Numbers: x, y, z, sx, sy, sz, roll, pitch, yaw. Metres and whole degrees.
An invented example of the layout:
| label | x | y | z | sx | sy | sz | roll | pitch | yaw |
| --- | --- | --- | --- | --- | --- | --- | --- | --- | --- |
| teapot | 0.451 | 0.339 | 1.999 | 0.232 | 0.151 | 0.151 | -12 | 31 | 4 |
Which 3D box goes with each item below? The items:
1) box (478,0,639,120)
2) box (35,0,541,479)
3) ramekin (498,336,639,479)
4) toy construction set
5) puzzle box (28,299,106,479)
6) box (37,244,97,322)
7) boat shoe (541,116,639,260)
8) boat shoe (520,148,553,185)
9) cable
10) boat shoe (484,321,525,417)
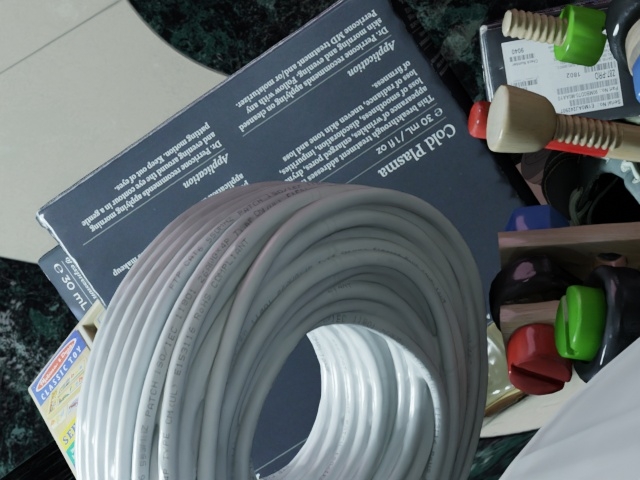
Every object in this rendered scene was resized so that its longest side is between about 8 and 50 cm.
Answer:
| label | x | y | z | sx | sy | sz | roll | pitch | yaw |
| --- | --- | --- | --- | --- | --- | --- | --- | --- | --- |
| box | 0.327 | -0.171 | 1.194 | 0.395 | 0.097 | 0.318 | -10 | 10 | 7 |
| box | 0.000 | 0.000 | 1.255 | 0.343 | 0.312 | 0.179 | -33 | 4 | 10 |
| ramekin | 0.177 | 0.072 | 0.376 | 0.273 | 0.127 | 0.273 | -33 | 4 | 3 |
| toy construction set | 0.226 | -0.029 | 0.807 | 0.237 | 0.257 | 0.309 | 8 | 19 | -9 |
| puzzle box | -0.127 | 0.069 | 1.503 | 0.409 | 0.052 | 0.272 | -53 | 35 | 4 |
| box | -0.096 | 0.025 | 1.814 | 0.395 | 0.293 | 0.212 | -32 | 5 | 35 |
| boat shoe | 0.241 | -0.039 | 1.211 | 0.099 | 0.116 | 0.319 | -31 | 9 | -12 |
| boat shoe | 0.373 | -0.154 | 1.700 | 0.320 | 0.103 | 0.118 | -38 | 23 | 21 |
| cable | -0.012 | 0.093 | 0.788 | 0.089 | 0.257 | 0.257 | 11 | 31 | 44 |
| boat shoe | 0.114 | 0.099 | 1.051 | 0.178 | 0.064 | 0.060 | -30 | -24 | 33 |
